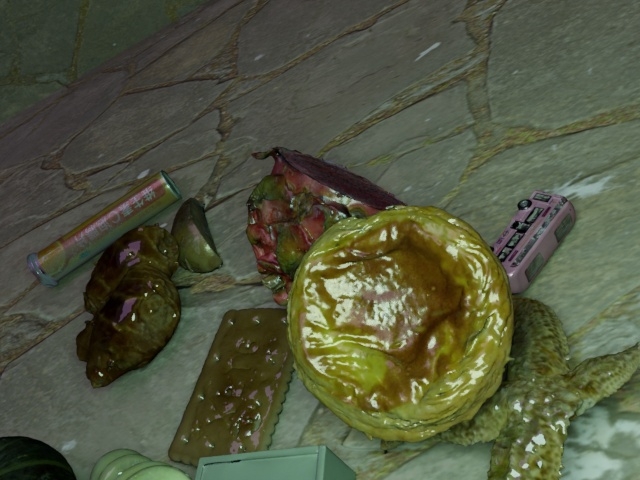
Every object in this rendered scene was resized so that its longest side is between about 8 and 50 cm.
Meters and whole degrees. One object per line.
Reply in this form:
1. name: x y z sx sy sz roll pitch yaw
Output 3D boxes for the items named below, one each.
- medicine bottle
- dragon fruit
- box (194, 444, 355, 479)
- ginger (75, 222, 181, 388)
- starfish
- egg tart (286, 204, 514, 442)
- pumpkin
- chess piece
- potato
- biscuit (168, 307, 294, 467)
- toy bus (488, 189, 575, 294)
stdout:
1. medicine bottle: -0.576 -0.037 1.634 0.426 0.108 0.108 -35 42 0
2. dragon fruit: 0.000 0.000 1.141 0.314 0.296 0.263 35 110 37
3. box: -0.077 0.435 0.881 0.225 0.117 0.225 -14 46 23
4. ginger: -0.432 0.142 1.328 0.274 0.152 0.357 -22 55 17
5. starfish: 0.231 0.242 0.834 0.432 0.082 0.324 -46 27 -16
6. egg tart: 0.115 0.117 0.895 0.352 0.150 0.352 -7 75 27
7. pumpkin: -0.573 0.500 1.082 0.300 0.207 0.300 -12 38 9
8. chess piece: -0.309 0.419 1.010 0.251 0.144 0.144 -9 44 58
9. potato: -0.329 -0.020 1.462 0.120 0.100 0.261 -33 42 2
10. biscuit: -0.149 0.266 1.135 0.217 0.044 0.325 -2 52 30
11. toy bus: 0.349 0.004 1.033 0.203 0.063 0.090 -49 38 -17
